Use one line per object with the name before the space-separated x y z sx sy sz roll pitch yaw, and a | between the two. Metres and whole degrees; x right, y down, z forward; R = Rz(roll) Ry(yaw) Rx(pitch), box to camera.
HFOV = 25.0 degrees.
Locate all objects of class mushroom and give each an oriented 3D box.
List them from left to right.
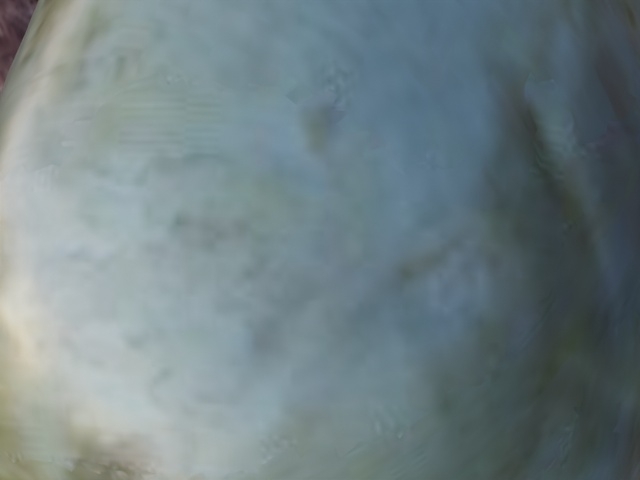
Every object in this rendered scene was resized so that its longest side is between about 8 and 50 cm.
mushroom | 0.000 0.000 0.556 0.260 0.352 0.352 5 58 32
